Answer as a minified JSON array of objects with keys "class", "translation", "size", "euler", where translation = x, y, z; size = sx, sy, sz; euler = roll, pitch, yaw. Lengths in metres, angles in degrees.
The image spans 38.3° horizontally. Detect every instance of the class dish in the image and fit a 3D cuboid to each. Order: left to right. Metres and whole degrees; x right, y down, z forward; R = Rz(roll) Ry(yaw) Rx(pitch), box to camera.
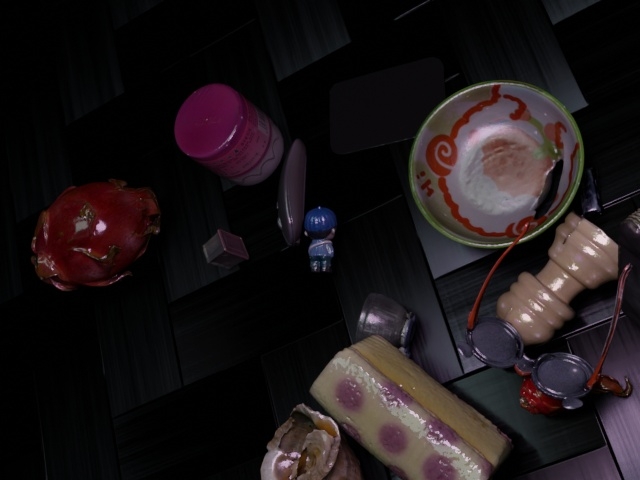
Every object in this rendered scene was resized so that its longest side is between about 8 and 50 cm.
[{"class":"dish","translation":[0.339,-0.131,1.741],"size":[0.324,0.124,0.324],"euler":[-5,76,21]}]

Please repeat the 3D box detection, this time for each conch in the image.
[{"class":"conch","translation":[-0.010,0.436,1.691],"size":[0.263,0.186,0.324],"euler":[55,128,43]}]

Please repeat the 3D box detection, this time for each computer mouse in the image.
[{"class":"computer mouse","translation":[-0.063,-0.102,1.949],"size":[0.057,0.120,0.232],"euler":[4,74,-4]}]

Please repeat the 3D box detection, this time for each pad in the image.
[{"class":"pad","translation":[0.139,-0.286,1.964],"size":[0.267,0.004,0.181],"euler":[-10,69,25]}]

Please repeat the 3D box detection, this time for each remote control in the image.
[{"class":"remote control","translation":[0.496,-0.090,1.701],"size":[0.039,0.014,0.096],"euler":[-12,67,24]}]

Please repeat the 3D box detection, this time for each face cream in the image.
[{"class":"face cream","translation":[-0.195,-0.226,2.010],"size":[0.175,0.195,0.175],"euler":[-10,67,26]}]

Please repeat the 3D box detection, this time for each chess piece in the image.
[{"class":"chess piece","translation":[0.401,0.105,1.636],"size":[0.139,0.124,0.307],"euler":[41,99,3]}]

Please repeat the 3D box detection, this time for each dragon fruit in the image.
[{"class":"dragon fruit","translation":[-0.517,-0.015,2.098],"size":[0.315,0.250,0.250],"euler":[-8,69,8]},{"class":"dragon fruit","translation":[0.434,0.251,1.588],"size":[0.191,0.094,0.094],"euler":[-9,68,2]}]

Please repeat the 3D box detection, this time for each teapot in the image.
[{"class":"teapot","translation":[0.123,0.180,1.755],"size":[0.108,0.111,0.149],"euler":[14,75,17]}]

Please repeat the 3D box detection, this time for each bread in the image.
[{"class":"bread","translation":[0.156,0.318,1.606],"size":[0.338,0.187,0.155],"euler":[39,116,20]}]

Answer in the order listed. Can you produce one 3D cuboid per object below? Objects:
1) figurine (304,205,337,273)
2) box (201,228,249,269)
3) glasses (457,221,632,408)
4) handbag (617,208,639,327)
[{"class":"figurine","translation":[-0.004,-0.001,1.898],"size":[0.077,0.079,0.136],"euler":[-3,72,25]},{"class":"box","translation":[-0.209,0.022,1.999],"size":[0.063,0.085,0.060],"euler":[-33,61,21]},{"class":"glasses","translation":[0.356,0.122,1.480],"size":[0.234,0.268,0.118],"euler":[27,48,22]},{"class":"handbag","translation":[0.621,0.041,1.421],"size":[0.240,0.340,0.247],"euler":[-36,53,-8]}]
